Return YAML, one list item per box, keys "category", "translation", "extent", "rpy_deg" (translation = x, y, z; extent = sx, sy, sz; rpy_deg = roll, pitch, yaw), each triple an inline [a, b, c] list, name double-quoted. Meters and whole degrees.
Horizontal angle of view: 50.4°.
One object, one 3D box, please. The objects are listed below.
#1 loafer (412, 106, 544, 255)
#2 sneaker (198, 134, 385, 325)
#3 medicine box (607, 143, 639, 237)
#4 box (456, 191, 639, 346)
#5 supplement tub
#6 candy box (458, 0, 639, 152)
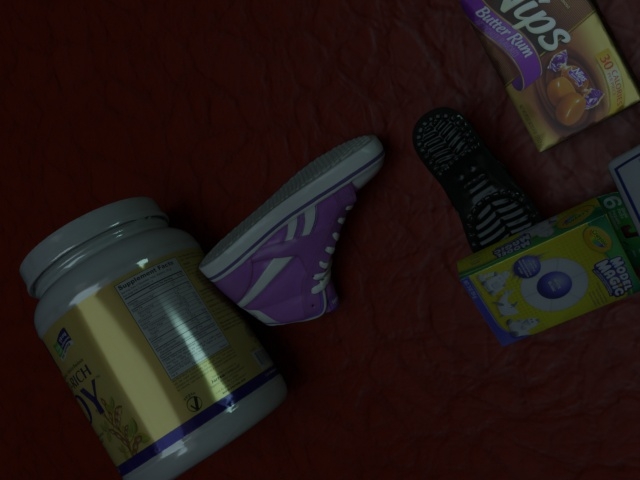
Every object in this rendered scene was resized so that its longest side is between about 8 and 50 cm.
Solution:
- category: "loafer"
  translation: [0.180, -0.054, 0.737]
  extent: [0.080, 0.078, 0.220]
  rpy_deg: [-28, 103, 20]
- category: "sneaker"
  translation: [0.000, 0.000, 0.851]
  extent: [0.282, 0.102, 0.161]
  rpy_deg: [-38, 104, 23]
- category: "medicine box"
  translation: [0.412, -0.004, 0.497]
  extent: [0.289, 0.149, 0.263]
  rpy_deg: [-34, 45, 32]
- category: "box"
  translation: [0.245, 0.031, 0.699]
  extent: [0.179, 0.043, 0.105]
  rpy_deg: [-29, 114, 18]
- category: "supplement tub"
  translation: [-0.225, 0.133, 0.910]
  extent: [0.241, 0.241, 0.331]
  rpy_deg: [-38, 82, 31]
- category: "candy box"
  translation: [0.231, -0.197, 0.684]
  extent: [0.109, 0.053, 0.186]
  rpy_deg: [-28, 88, 32]
